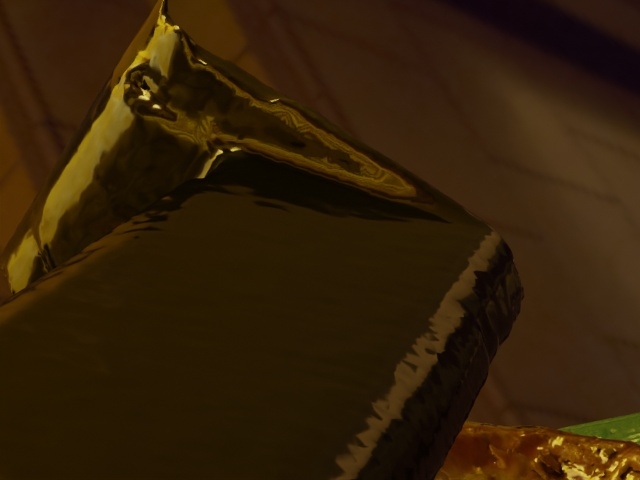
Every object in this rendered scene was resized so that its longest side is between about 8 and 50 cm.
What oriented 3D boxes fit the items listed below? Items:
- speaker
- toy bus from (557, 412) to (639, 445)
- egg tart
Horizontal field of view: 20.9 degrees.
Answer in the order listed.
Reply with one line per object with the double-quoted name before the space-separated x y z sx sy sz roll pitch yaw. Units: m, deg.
"speaker" -0.072 0.058 0.524 0.184 0.180 0.388 35 20 3
"toy bus" 0.329 0.191 1.477 0.091 0.262 0.109 -76 150 -67
"egg tart" 0.147 0.206 1.174 0.290 0.115 0.290 4 8 -1
